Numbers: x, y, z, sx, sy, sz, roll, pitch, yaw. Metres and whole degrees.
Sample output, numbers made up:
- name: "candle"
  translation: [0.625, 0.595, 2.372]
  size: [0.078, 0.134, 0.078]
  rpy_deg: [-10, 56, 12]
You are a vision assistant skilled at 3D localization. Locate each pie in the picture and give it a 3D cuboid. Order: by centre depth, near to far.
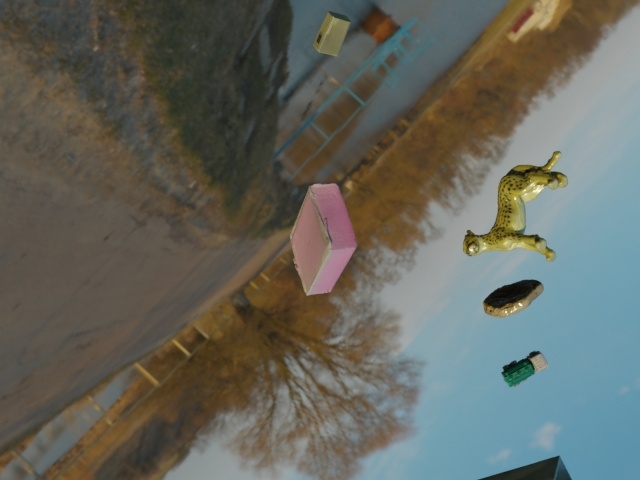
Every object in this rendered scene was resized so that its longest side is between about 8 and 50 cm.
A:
- name: "pie"
  translation: [0.591, 0.179, 2.214]
  size: [0.195, 0.046, 0.195]
  rpy_deg: [-25, -170, 4]

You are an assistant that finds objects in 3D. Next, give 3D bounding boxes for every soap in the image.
- name: "soap"
  translation: [0.002, 0.000, 1.741]
  size: [0.081, 0.181, 0.259]
  rpy_deg: [-9, 154, -20]

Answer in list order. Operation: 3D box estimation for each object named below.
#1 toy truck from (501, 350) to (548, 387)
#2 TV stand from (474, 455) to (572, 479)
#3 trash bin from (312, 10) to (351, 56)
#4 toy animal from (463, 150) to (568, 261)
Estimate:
- name: "toy truck"
  translation: [0.355, 0.224, 1.243]
  size: [0.083, 0.039, 0.044]
  rpy_deg: [-29, 171, 1]
- name: "TV stand"
  translation: [0.296, 0.455, 1.216]
  size: [0.269, 0.083, 0.088]
  rpy_deg: [-29, 178, 28]
- name: "trash bin"
  translation: [0.029, -0.501, 1.730]
  size: [0.061, 0.043, 0.092]
  rpy_deg: [5, 127, -31]
- name: "toy animal"
  translation: [0.305, -0.054, 1.123]
  size: [0.073, 0.136, 0.181]
  rpy_deg: [8, 93, -51]
